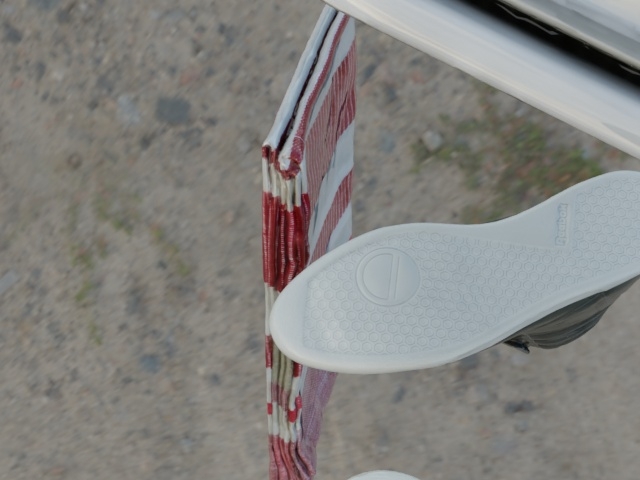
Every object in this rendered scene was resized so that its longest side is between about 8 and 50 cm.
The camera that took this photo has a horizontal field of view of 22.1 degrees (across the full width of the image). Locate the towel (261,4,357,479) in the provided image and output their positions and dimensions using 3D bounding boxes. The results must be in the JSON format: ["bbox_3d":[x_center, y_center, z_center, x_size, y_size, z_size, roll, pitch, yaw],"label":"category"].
[{"bbox_3d":[0.000,0.000,1.284,0.037,0.329,0.237,7,39,9],"label":"towel"}]

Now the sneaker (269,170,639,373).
[{"bbox_3d":[0.104,0.046,1.164,0.295,0.147,0.105,-17,69,-12],"label":"sneaker"}]

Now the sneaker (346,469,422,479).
[{"bbox_3d":[0.135,0.240,0.880,0.292,0.169,0.108,33,73,27],"label":"sneaker"}]

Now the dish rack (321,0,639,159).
[{"bbox_3d":[0.169,-0.153,0.509,0.332,0.286,0.072,27,23,6],"label":"dish rack"}]
